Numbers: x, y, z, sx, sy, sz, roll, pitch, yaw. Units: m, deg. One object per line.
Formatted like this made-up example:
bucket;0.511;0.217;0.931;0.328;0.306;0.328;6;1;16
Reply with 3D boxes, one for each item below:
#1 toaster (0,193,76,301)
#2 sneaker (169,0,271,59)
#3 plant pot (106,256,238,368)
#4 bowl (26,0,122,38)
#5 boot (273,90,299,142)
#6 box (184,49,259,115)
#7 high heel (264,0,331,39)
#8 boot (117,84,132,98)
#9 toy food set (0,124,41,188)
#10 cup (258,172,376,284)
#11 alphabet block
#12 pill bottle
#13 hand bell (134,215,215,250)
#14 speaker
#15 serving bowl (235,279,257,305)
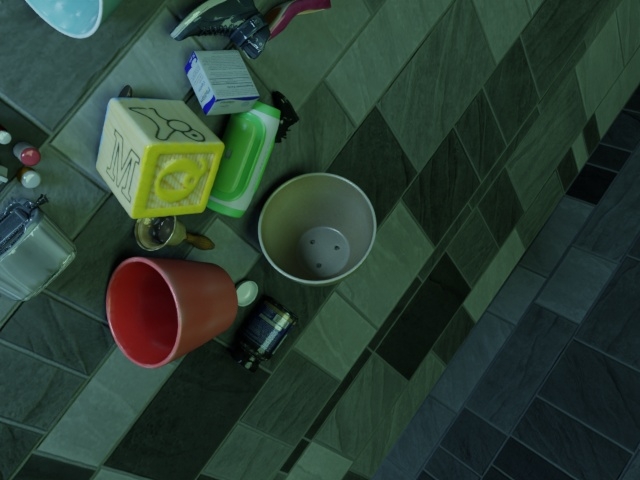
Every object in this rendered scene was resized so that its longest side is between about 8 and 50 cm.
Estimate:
toaster;-0.627;0.018;1.288;0.227;0.129;0.146;-49;141;-16
sneaker;-0.218;-0.477;1.408;0.226;0.086;0.163;-40;108;-22
plant pot;-0.361;0.166;1.549;0.243;0.275;0.275;-7;117;-55
bowl;-0.427;-0.532;1.059;0.163;0.311;0.311;-44;137;-33
boot;-0.117;-0.333;1.664;0.099;0.045;0.121;-48;138;-10
box;-0.234;-0.375;1.446;0.126;0.137;0.072;-16;165;-39
high heel;-0.062;-0.567;1.559;0.117;0.082;0.244;47;64;-38
boot;-0.408;-0.294;1.396;0.114;0.037;0.106;6;120;-43
toy food set;-0.637;-0.167;1.187;0.232;0.104;0.111;30;89;-49
cup;0.000;0.000;1.797;0.331;0.331;0.237;-50;163;-13
alphabet block;-0.359;-0.185;1.354;0.192;0.197;0.193;-9;134;-41
pill bottle;-0.178;0.294;1.891;0.219;0.123;0.123;-53;138;-8
hand bell;-0.352;-0.008;1.584;0.126;0.126;0.242;-61;151;0
speaker;-0.205;-0.215;1.576;0.131;0.131;0.296;12;103;-48
serving bowl;-0.230;0.155;1.833;0.083;0.027;0.083;-22;126;-35
